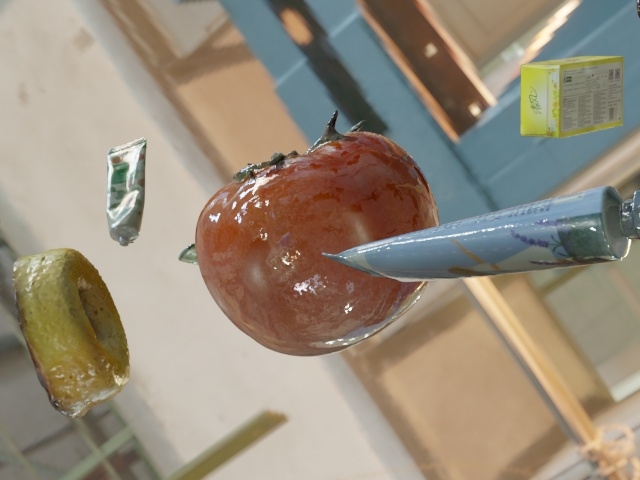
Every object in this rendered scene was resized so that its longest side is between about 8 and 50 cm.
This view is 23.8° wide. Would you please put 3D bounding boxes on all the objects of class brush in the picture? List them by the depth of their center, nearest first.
[{"bbox_3d":[-0.096,0.026,1.798,0.178,0.033,0.030,19,-134,-43],"label":"brush"}]

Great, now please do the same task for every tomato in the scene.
[{"bbox_3d":[0.000,0.000,1.579,0.224,0.256,0.256,63,-149,-3],"label":"tomato"}]

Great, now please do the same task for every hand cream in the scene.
[{"bbox_3d":[0.138,0.003,1.210,0.091,0.271,0.058,19,-115,-56],"label":"hand cream"},{"bbox_3d":[-0.244,-0.061,1.900,0.037,0.057,0.165,55,-156,-49],"label":"hand cream"}]

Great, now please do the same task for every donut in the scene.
[{"bbox_3d":[-0.215,0.077,1.325,0.152,0.058,0.152,-21,-90,-83],"label":"donut"}]

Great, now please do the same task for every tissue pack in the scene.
[{"bbox_3d":[0.331,-0.190,1.996,0.176,0.062,0.095,-15,-73,-49],"label":"tissue pack"}]

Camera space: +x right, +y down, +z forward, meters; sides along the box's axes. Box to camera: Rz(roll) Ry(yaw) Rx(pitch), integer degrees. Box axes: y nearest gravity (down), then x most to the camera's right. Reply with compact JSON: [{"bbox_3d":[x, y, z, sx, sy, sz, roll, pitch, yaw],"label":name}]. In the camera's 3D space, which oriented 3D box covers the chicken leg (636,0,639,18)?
[{"bbox_3d":[0.334,-0.228,1.180,0.093,0.205,0.053,62,172,4],"label":"chicken leg"}]
